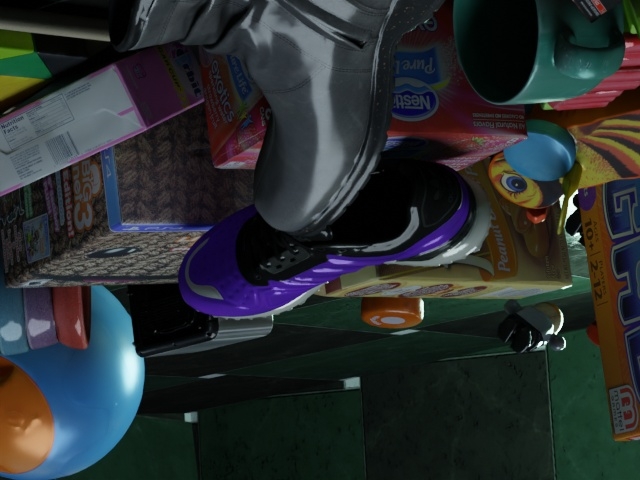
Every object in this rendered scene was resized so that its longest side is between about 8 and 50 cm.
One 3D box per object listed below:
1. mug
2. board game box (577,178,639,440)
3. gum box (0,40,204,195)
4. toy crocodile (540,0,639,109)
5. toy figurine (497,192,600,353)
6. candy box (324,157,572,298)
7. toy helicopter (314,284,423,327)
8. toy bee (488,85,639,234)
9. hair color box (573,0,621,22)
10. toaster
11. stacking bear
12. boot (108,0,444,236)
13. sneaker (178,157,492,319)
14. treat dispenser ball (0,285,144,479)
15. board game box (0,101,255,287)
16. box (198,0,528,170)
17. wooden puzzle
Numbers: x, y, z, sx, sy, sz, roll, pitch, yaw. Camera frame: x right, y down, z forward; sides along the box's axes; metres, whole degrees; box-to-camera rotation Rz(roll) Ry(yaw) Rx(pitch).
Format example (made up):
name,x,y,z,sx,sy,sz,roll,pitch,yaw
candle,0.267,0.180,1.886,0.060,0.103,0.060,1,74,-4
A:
name,x,y,z,sx,sy,sz,roll,pitch,yaw
mug,0.182,-0.162,1.486,0.097,0.158,0.129,-6,150,-26
board game box,0.543,0.018,2.149,0.356,0.356,0.356,-3,169,-20
gum box,-0.201,-0.106,1.631,0.188,0.062,0.107,-21,-172,33
toy crocodile,0.246,-0.168,1.637,0.115,0.105,0.340,-5,170,-14
toy figurine,0.338,0.045,2.579,0.209,0.213,0.148,-11,-174,34
candy box,0.132,-0.033,2.063,0.316,0.183,0.087,3,165,-44
toy helicopter,0.000,0.000,2.411,0.235,0.140,0.355,-1,160,11
toy bee,0.233,-0.094,1.888,0.298,0.195,0.162,18,150,41
hair color box,0.234,-0.221,1.368,0.141,0.043,0.072,-37,162,11
toaster,-0.151,0.048,2.357,0.110,0.168,0.186,-1,169,-43
stacking bear,-0.423,0.057,2.261,0.289,0.164,0.175,-2,169,-3
boot,-0.052,-0.142,1.343,0.223,0.118,0.338,-1,132,-27
sneaker,-0.014,-0.013,1.631,0.293,0.102,0.146,-18,162,23
treat dispenser ball,-0.377,0.174,2.520,0.288,0.288,0.288,-7,169,-1
board game box,-0.159,-0.052,1.872,0.232,0.141,0.291,-1,168,-31
box,0.037,-0.133,1.615,0.257,0.128,0.122,0,167,-33
wooden puzzle,-0.299,-0.142,1.562,0.221,0.044,0.239,2,166,-42
